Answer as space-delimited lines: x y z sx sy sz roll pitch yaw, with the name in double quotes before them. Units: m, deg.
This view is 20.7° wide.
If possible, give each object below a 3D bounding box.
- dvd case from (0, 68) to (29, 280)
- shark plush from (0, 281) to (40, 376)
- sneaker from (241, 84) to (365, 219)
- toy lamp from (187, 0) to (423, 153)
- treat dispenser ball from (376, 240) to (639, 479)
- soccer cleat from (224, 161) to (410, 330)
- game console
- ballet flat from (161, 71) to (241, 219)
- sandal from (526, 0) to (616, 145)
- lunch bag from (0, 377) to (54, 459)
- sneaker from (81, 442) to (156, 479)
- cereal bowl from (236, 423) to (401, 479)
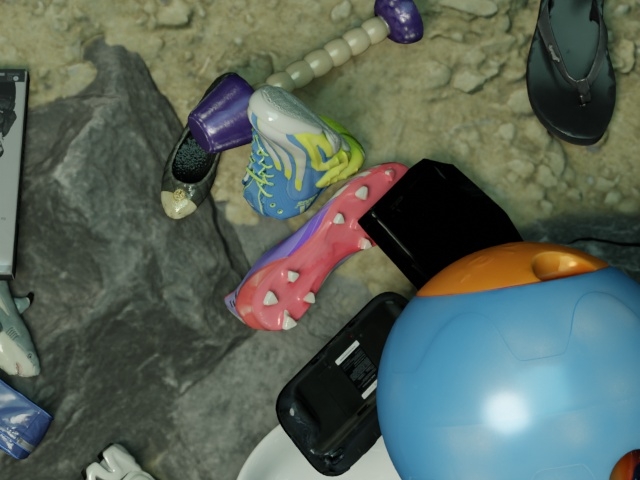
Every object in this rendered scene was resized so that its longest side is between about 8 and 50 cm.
"dvd case" -0.408 -0.073 1.869 0.179 0.029 0.239 1 69 -1
"shark plush" -0.337 0.070 1.867 0.067 0.073 0.161 1 57 -20
"sneaker" -0.035 -0.076 1.799 0.126 0.240 0.091 -49 66 8
"toy lamp" -0.017 -0.178 1.866 0.274 0.080 0.080 -31 81 -17
"treat dispenser ball" 0.196 0.145 1.629 0.288 0.288 0.288 0 79 -1
"soccer cleat" 0.000 0.000 1.860 0.248 0.095 0.083 -46 121 -21
"game console" 0.082 0.082 1.784 0.213 0.044 0.361 48 59 -3
"ballet flat" -0.130 -0.105 1.888 0.057 0.049 0.173 21 80 5
"sandal" 0.275 -0.230 1.915 0.097 0.054 0.255 0 79 -1
"lunch bag" -0.334 0.183 1.822 0.098 0.067 0.065 35 81 5
"sneaker" -0.260 0.350 1.778 0.118 0.110 0.292 39 81 -3
"cereal bowl" 0.070 0.323 1.735 0.339 0.141 0.339 5 49 -6
